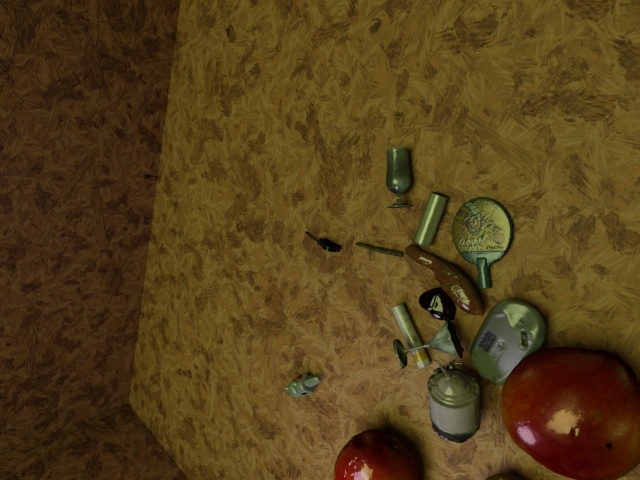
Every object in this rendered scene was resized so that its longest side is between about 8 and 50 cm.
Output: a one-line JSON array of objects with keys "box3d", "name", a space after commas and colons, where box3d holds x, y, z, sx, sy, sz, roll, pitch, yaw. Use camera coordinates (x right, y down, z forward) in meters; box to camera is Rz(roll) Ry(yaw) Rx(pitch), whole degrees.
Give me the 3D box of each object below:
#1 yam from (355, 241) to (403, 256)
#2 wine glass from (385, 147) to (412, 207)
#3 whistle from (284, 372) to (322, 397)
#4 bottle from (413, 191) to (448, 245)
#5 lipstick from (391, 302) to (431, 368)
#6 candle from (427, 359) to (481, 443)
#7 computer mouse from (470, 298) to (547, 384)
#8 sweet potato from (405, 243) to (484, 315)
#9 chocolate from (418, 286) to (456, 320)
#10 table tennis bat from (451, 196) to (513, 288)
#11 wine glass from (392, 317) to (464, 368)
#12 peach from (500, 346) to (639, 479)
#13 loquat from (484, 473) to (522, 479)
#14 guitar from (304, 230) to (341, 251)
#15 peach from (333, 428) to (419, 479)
[{"box3d": [0.247, 0.040, 1.817, 0.234, 0.029, 0.027, 14, 77, 40], "name": "yam"}, {"box3d": [0.310, -0.246, 1.681, 0.103, 0.103, 0.230, 0, 92, 40], "name": "wine glass"}, {"box3d": [-0.085, 0.722, 2.120, 0.253, 0.102, 0.105, -37, 68, 39], "name": "whistle"}, {"box3d": [0.421, -0.082, 1.624, 0.072, 0.072, 0.201, 28, 112, 35], "name": "bottle"}, {"box3d": [0.367, 0.386, 1.730, 0.059, 0.059, 0.264, -34, 72, 37], "name": "lipstick"}, {"box3d": [0.471, 0.551, 1.513, 0.187, 0.187, 0.330, 14, 132, 38], "name": "candle"}, {"box3d": [0.645, 0.350, 1.472, 0.197, 0.095, 0.330, 49, 132, 39], "name": "computer mouse"}, {"box3d": [0.471, 0.130, 1.590, 0.385, 0.109, 0.109, 50, 124, 33], "name": "sweet potato"}, {"box3d": [0.452, 0.243, 1.630, 0.148, 0.080, 0.125, 46, 122, 29], "name": "chocolate"}, {"box3d": [0.580, 0.010, 1.524, 0.215, 0.044, 0.329, -2, 92, 39], "name": "table tennis bat"}, {"box3d": [0.403, 0.399, 1.607, 0.232, 0.156, 0.156, -23, 80, 23], "name": "wine glass"}, {"box3d": [0.742, 0.488, 1.241, 0.388, 0.388, 0.388, 5, 98, 40], "name": "peach"}, {"box3d": [0.632, 0.921, 1.479, 0.246, 0.213, 0.213, 12, 102, 40], "name": "loquat"}, {"box3d": [0.000, 0.000, 1.995, 0.233, 0.088, 0.025, 32, 115, 44], "name": "guitar"}, {"box3d": [0.228, 0.961, 1.759, 0.373, 0.290, 0.372, 11, 109, 34], "name": "peach"}]
